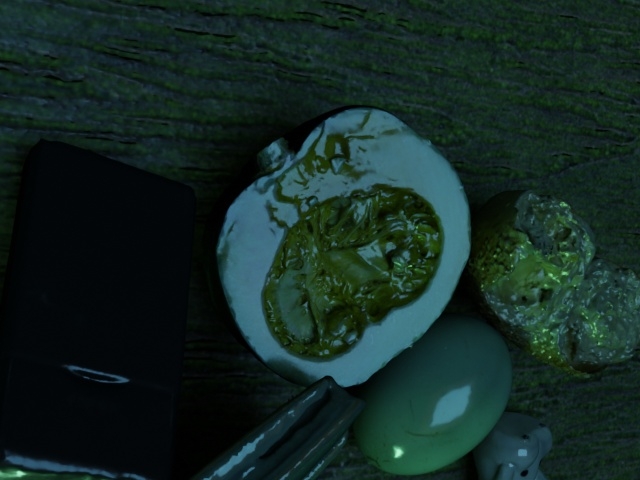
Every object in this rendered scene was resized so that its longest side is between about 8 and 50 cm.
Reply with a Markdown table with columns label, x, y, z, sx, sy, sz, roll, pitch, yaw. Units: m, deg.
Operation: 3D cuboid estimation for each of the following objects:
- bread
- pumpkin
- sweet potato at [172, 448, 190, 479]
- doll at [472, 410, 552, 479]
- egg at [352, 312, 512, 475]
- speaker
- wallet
| label | x | y | z | sx | sy | sz | roll | pitch | yaw |
| --- | --- | --- | --- | --- | --- | --- | --- | --- | --- |
| bread | 0.274 | 0.048 | 1.316 | 0.314 | 0.192 | 0.171 | 40 | 81 | -40 |
| pumpkin | 0.000 | 0.000 | 1.137 | 0.293 | 0.197 | 0.263 | -38 | 103 | -14 |
| sweet potato | -0.288 | 0.235 | 1.049 | 0.341 | 0.092 | 0.114 | 0 | 115 | -32 |
| doll | 0.261 | 0.328 | 1.407 | 0.110 | 0.107 | 0.180 | -11 | 104 | -51 |
| egg | 0.139 | 0.191 | 1.269 | 0.231 | 0.168 | 0.168 | -42 | 118 | -14 |
| speaker | -0.245 | 0.117 | 0.984 | 0.180 | 0.184 | 0.388 | 19 | 55 | -27 |
| wallet | -0.076 | 0.264 | 1.066 | 0.252 | 0.360 | 0.083 | -37 | 78 | -22 |
